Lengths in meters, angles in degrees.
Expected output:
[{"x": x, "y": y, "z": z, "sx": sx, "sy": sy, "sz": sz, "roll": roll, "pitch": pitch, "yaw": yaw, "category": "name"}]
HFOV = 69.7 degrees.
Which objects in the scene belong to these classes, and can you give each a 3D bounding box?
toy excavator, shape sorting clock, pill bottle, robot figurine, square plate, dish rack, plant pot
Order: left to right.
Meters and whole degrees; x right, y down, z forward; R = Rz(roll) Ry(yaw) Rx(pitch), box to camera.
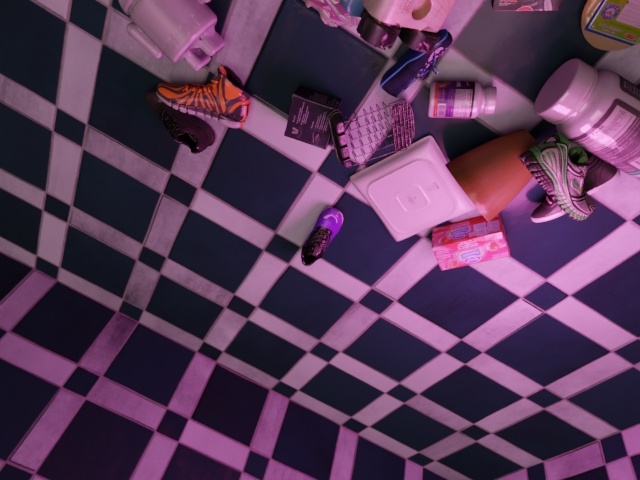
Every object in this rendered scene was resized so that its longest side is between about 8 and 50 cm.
[{"x": -0.456, "y": -0.691, "z": 1.387, "sx": 0.299, "sy": 0.200, "sz": 0.353, "roll": -35, "pitch": 113, "yaw": 25, "category": "robot figurine"}, {"x": 0.107, "y": -0.723, "z": 1.202, "sx": 0.432, "sy": 0.445, "sz": 0.222, "roll": -7, "pitch": 145, "yaw": -31, "category": "toy excavator"}, {"x": 0.175, "y": -0.360, "z": 1.525, "sx": 0.271, "sy": 0.074, "sz": 0.208, "roll": -19, "pitch": 138, "yaw": -1, "category": "dish rack"}, {"x": 0.336, "y": -0.166, "z": 1.691, "sx": 0.343, "sy": 0.049, "sz": 0.347, "roll": -24, "pitch": 119, "yaw": 32, "category": "square plate"}, {"x": 0.431, "y": -0.430, "z": 1.406, "sx": 0.193, "sy": 0.108, "sz": 0.108, "roll": 5, "pitch": 130, "yaw": 12, "category": "pill bottle"}, {"x": 0.576, "y": -0.227, "z": 1.473, "sx": 0.254, "sy": 0.237, "sz": 0.237, "roll": -37, "pitch": 112, "yaw": 21, "category": "plant pot"}, {"x": 0.812, "y": -0.348, "z": 1.300, "sx": 0.360, "sy": 0.204, "sz": 0.204, "roll": 28, "pitch": 131, "yaw": -7, "category": "pill bottle"}, {"x": 0.797, "y": -0.601, "z": 1.203, "sx": 0.206, "sy": 0.040, "sz": 0.206, "roll": 6, "pitch": 131, "yaw": 7, "category": "shape sorting clock"}]

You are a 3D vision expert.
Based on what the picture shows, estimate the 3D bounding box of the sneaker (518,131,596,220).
[{"x": 0.735, "y": -0.179, "z": 1.350, "sx": 0.146, "sy": 0.134, "sz": 0.343, "roll": -39, "pitch": 128, "yaw": 25, "category": "sneaker"}]

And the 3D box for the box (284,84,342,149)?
[{"x": -0.026, "y": -0.416, "z": 1.559, "sx": 0.158, "sy": 0.093, "sz": 0.156, "roll": 19, "pitch": 130, "yaw": -1, "category": "box"}]

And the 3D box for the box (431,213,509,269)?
[{"x": 0.556, "y": 0.005, "z": 1.715, "sx": 0.256, "sy": 0.128, "sz": 0.123, "roll": -15, "pitch": 123, "yaw": 26, "category": "box"}]

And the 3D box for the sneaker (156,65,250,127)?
[{"x": -0.393, "y": -0.523, "z": 1.576, "sx": 0.320, "sy": 0.125, "sz": 0.180, "roll": 15, "pitch": 128, "yaw": -11, "category": "sneaker"}]

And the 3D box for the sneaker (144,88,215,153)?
[{"x": -0.518, "y": -0.431, "z": 1.666, "sx": 0.286, "sy": 0.130, "sz": 0.109, "roll": 38, "pitch": 130, "yaw": -14, "category": "sneaker"}]

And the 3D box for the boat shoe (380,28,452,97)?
[{"x": 0.297, "y": -0.529, "z": 1.385, "sx": 0.089, "sy": 0.109, "sz": 0.258, "roll": 36, "pitch": 146, "yaw": -23, "category": "boat shoe"}]

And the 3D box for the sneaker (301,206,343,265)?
[{"x": 0.001, "y": 0.001, "z": 1.859, "sx": 0.102, "sy": 0.146, "sz": 0.293, "roll": 26, "pitch": 131, "yaw": -6, "category": "sneaker"}]

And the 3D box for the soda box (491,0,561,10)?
[{"x": 0.550, "y": -0.649, "z": 1.227, "sx": 0.168, "sy": 0.053, "sz": 0.060, "roll": 5, "pitch": 130, "yaw": 13, "category": "soda box"}]

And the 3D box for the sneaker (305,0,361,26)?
[{"x": 0.063, "y": -0.669, "z": 1.331, "sx": 0.252, "sy": 0.103, "sz": 0.111, "roll": 35, "pitch": 134, "yaw": -5, "category": "sneaker"}]

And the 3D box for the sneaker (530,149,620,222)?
[{"x": 0.797, "y": -0.186, "z": 1.510, "sx": 0.147, "sy": 0.105, "sz": 0.295, "roll": 41, "pitch": 122, "yaw": -16, "category": "sneaker"}]
